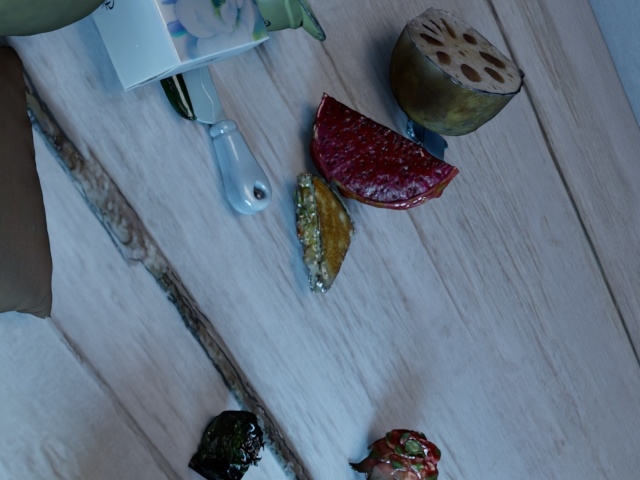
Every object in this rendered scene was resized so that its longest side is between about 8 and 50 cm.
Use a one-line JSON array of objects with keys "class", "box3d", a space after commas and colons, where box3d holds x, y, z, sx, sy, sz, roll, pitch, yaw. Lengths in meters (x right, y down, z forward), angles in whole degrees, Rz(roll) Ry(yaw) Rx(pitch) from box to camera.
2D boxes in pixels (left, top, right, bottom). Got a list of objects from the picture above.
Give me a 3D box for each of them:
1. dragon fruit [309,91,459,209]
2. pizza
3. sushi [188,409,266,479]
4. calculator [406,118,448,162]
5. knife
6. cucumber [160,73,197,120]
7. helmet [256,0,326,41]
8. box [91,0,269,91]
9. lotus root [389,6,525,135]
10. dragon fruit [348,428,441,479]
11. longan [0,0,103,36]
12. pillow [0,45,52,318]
[{"class": "dragon fruit", "box3d": [0.103, -0.114, 1.500, 0.134, 0.262, 0.211, -59, 160, 3]}, {"class": "pizza", "box3d": [0.000, 0.000, 1.407, 0.185, 0.052, 0.195, 44, 42, -46]}, {"class": "sushi", "box3d": [-0.112, 0.267, 1.144, 0.056, 0.085, 0.083, 48, 43, -34]}, {"class": "calculator", "box3d": [0.216, -0.204, 1.789, 0.141, 0.019, 0.094, 35, 52, -40]}, {"class": "knife", "box3d": [-0.161, -0.191, 1.271, 0.080, 0.044, 0.331, -29, 96, -46]}, {"class": "cucumber", "box3d": [-0.216, -0.249, 1.212, 0.036, 0.033, 0.184, -46, 118, -73]}, {"class": "helmet", "box3d": [-0.109, -0.385, 1.315, 0.257, 0.137, 0.204, 63, -1, -31]}, {"class": "box", "box3d": [-0.205, -0.355, 1.134, 0.203, 0.116, 0.274, -34, 106, -52]}, {"class": "lotus root", "box3d": [0.241, -0.312, 1.715, 0.272, 0.192, 0.272, 18, 48, -21]}, {"class": "dragon fruit", "box3d": [0.128, 0.369, 1.402, 0.142, 0.130, 0.121, -41, 128, -7]}, {"class": "longan", "box3d": [-0.327, -0.351, 0.904, 0.297, 0.297, 0.297, 21, 63, -48]}, {"class": "pillow", "box3d": [-0.386, -0.065, 0.845, 0.305, 0.108, 0.308, 0, 80, -66]}]
